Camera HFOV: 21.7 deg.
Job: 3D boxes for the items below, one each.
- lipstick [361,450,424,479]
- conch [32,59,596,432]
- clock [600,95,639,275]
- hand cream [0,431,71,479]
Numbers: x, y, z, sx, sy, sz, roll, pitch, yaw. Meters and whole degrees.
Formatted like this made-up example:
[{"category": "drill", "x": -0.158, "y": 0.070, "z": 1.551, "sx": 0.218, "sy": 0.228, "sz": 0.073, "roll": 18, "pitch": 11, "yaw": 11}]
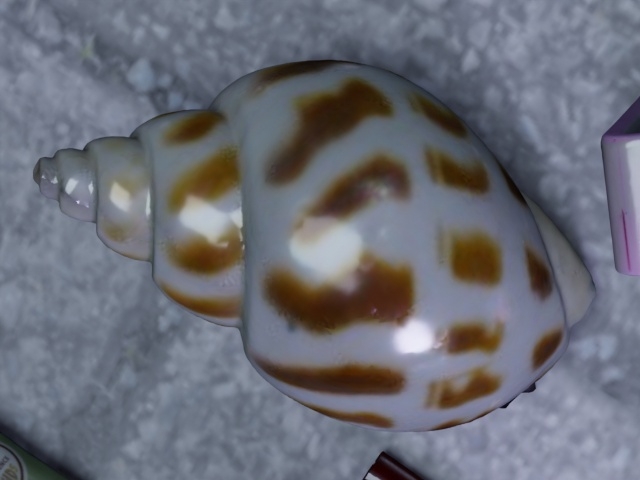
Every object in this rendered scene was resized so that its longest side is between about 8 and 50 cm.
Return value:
[{"category": "lipstick", "x": 0.099, "y": 0.174, "z": 0.910, "sx": 0.176, "sy": 0.027, "sz": 0.027, "roll": 34, "pitch": 108, "yaw": 7}, {"category": "conch", "x": 0.000, "y": 0.000, "z": 0.842, "sx": 0.275, "sy": 0.149, "sz": 0.183, "roll": 19, "pitch": 100, "yaw": 11}, {"category": "clock", "x": 0.213, "y": -0.036, "z": 0.745, "sx": 0.150, "sy": 0.197, "sz": 0.063, "roll": -4, "pitch": 100, "yaw": 17}, {"category": "hand cream", "x": -0.173, "y": 0.160, "z": 0.978, "sx": 0.235, "sy": 0.055, "sz": 0.086, "roll": 38, "pitch": 98, "yaw": 3}]
